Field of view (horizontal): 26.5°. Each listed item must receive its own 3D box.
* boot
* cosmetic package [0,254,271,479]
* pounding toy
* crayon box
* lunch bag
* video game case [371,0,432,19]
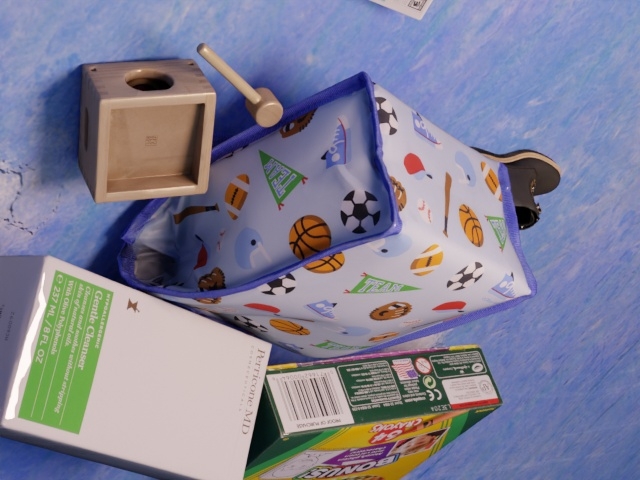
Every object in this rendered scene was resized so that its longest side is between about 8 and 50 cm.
[{"bbox_3d":[0.277,-0.057,1.839,0.197,0.137,0.077,-1,127,-35],"label":"boot"},{"bbox_3d":[-0.246,0.160,1.590,0.365,0.155,0.197,24,71,-44],"label":"cosmetic package"},{"bbox_3d":[-0.152,-0.149,1.476,0.206,0.094,0.181,-6,126,-22],"label":"pounding toy"},{"bbox_3d":[0.017,0.269,1.887,0.362,0.106,0.313,-3,151,-33],"label":"crayon box"},{"bbox_3d":[0.000,0.000,1.610,0.385,0.239,0.328,-25,149,30],"label":"lunch bag"},{"bbox_3d":[0.088,-0.334,1.506,0.143,0.019,0.157,18,122,-24],"label":"video game case"}]
